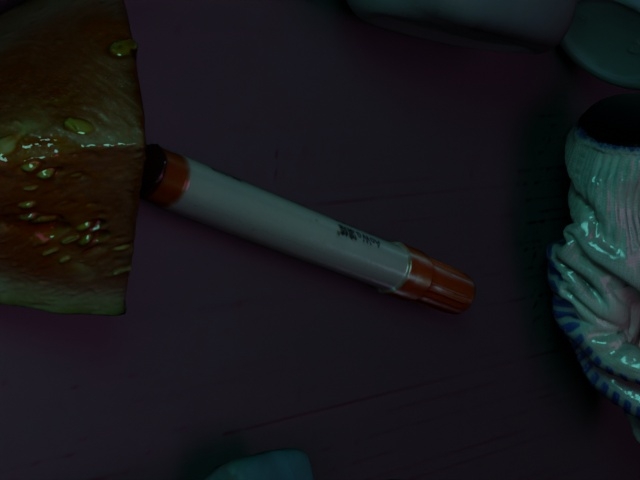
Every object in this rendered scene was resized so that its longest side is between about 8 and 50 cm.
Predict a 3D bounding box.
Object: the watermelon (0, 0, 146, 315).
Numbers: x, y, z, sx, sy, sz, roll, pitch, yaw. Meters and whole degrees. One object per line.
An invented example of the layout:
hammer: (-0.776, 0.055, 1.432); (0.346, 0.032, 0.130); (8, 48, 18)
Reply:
watermelon: (-0.094, -0.043, 0.535); (0.125, 0.094, 0.135); (28, 72, -39)

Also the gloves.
gloves: (0.189, 0.024, 0.858); (0.119, 0.097, 0.229); (-23, 113, -29)

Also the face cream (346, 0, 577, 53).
face cream: (0.087, -0.266, 0.700); (0.163, 0.080, 0.337); (3, 95, -50)

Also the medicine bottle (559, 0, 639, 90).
medicine bottle: (0.219, -0.192, 0.852); (0.217, 0.090, 0.090); (-56, 133, -25)

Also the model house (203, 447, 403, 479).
model house: (-0.043, 0.259, 0.554); (0.360, 0.297, 0.339); (-4, 64, -48)

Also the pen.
pen: (0.000, 0.000, 0.694); (0.239, 0.028, 0.028); (21, 82, -47)
